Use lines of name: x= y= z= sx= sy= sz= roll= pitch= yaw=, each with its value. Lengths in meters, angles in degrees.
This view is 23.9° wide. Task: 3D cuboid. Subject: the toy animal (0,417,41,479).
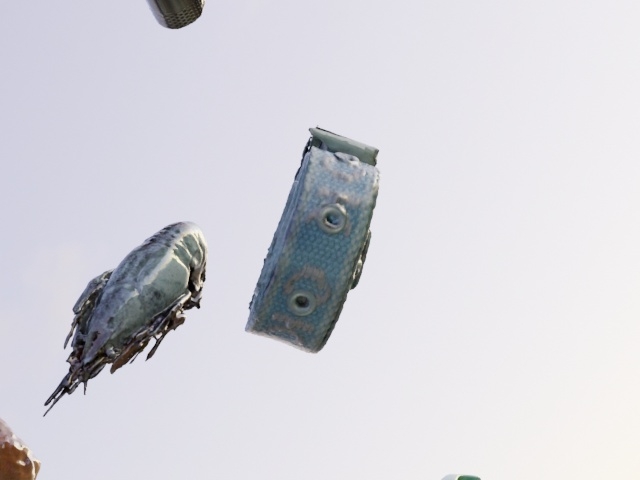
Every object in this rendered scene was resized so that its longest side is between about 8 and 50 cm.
toy animal: x=-0.346 y=0.189 z=1.292 sx=0.185 sy=0.104 sz=0.184 roll=-9 pitch=-40 yaw=33

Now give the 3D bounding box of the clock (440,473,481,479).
clock: x=0.132 y=0.284 z=1.471 sx=0.135 sy=0.041 sz=0.101 roll=2 pitch=-90 yaw=-78

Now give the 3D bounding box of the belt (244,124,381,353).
belt: x=-0.003 y=0.008 z=1.249 sx=0.147 sy=0.082 sz=0.163 roll=-87 pitch=16 yaw=-65

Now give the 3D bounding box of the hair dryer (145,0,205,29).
hair dryer: x=-0.114 y=-0.366 z=1.545 sx=0.284 sy=0.156 sz=0.320 roll=-18 pitch=-35 yaw=15

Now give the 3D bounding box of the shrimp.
shrimp: x=-0.164 y=0.064 z=1.253 sx=0.233 sy=0.090 sz=0.079 roll=-51 pitch=-27 yaw=-39
